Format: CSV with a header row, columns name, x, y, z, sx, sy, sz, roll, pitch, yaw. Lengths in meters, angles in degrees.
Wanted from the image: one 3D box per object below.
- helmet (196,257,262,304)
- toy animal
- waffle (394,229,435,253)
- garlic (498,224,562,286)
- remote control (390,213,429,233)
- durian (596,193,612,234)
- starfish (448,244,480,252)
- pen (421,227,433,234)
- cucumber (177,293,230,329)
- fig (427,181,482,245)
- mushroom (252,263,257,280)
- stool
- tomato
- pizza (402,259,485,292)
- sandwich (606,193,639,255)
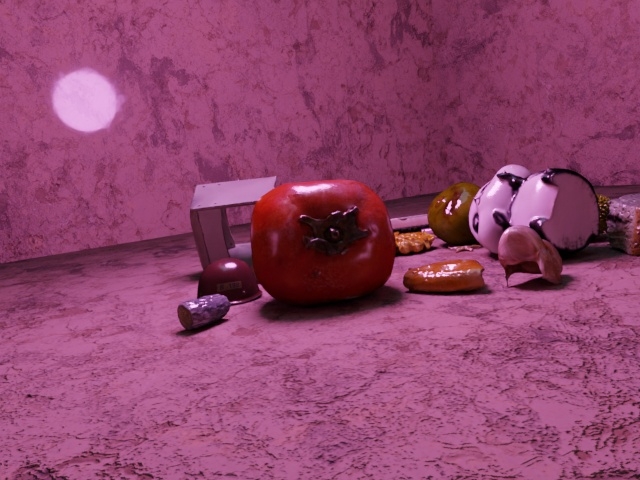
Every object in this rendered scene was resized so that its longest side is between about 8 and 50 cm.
name,x,y,z,sx,sy,sz,roll,pitch,yaw
helmet,-0.239,0.098,1.434,0.175,0.106,0.155,-11,7,-2
toy animal,0.538,-0.068,1.533,0.251,0.250,0.310,-10,9,-24
waffle,0.246,0.007,1.863,0.253,0.056,0.249,-6,8,24
garlic,0.447,0.037,1.233,0.175,0.124,0.099,21,-29,-39
remote control,0.360,-0.062,2.201,0.344,0.050,0.145,-8,-9,-5
durian,0.736,-0.072,1.648,0.198,0.145,0.159,-7,8,32
starfish,0.429,0.022,1.735,0.086,0.016,0.092,-6,5,-12
pen,0.469,-0.043,2.128,0.197,0.032,0.053,-8,6,12
cucumber,-0.240,0.145,1.213,0.064,0.064,0.112,-1,9,38
fig,0.458,-0.068,1.819,0.225,0.202,0.203,26,-2,-17
mushroom,-0.053,0.026,1.623,0.286,0.151,0.156,-8,9,-8
stool,-0.247,-0.045,1.806,0.270,0.243,0.170,-7,32,-1
tomato,0.000,0.000,1.321,0.325,0.292,0.290,-14,-6,-11
pizza,0.278,0.078,1.293,0.182,0.062,0.161,-9,13,21
sandwich,0.872,-0.050,1.415,0.326,0.131,0.262,-4,9,33
